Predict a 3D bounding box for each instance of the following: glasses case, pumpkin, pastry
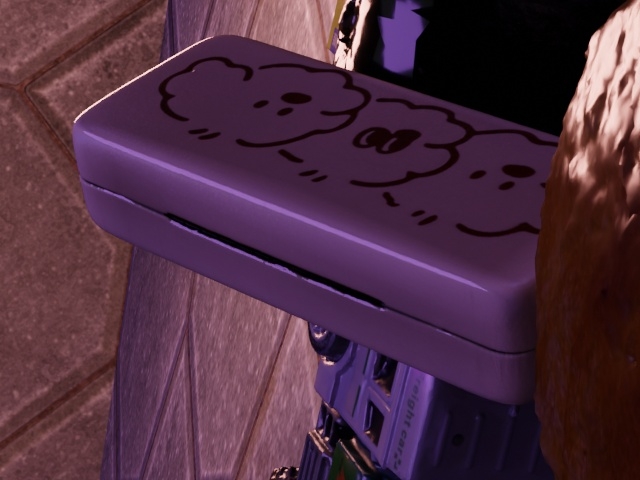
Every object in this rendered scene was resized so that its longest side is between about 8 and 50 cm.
[{"bbox_3d":[0.019,-0.023,1.038,0.336,0.144,0.076,21,133,36],"label":"glasses case"},{"bbox_3d":[0.091,-0.123,1.180,0.233,0.163,0.233,-169,90,-78],"label":"pumpkin"},{"bbox_3d":[0.179,0.025,0.760,0.329,0.136,0.330,-171,90,-75],"label":"pastry"}]

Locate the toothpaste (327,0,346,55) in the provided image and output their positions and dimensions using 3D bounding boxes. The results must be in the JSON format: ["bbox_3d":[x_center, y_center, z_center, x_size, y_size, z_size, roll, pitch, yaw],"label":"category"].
[{"bbox_3d":[0.082,-0.294,1.519,0.110,0.077,0.327,-123,45,-70],"label":"toothpaste"}]

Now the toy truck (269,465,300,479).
[{"bbox_3d":[-0.018,0.271,1.474,0.286,0.111,0.136,128,159,-67],"label":"toy truck"}]

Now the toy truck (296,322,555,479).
[{"bbox_3d":[0.060,0.183,1.117,0.178,0.176,0.363,-140,60,-65],"label":"toy truck"}]
